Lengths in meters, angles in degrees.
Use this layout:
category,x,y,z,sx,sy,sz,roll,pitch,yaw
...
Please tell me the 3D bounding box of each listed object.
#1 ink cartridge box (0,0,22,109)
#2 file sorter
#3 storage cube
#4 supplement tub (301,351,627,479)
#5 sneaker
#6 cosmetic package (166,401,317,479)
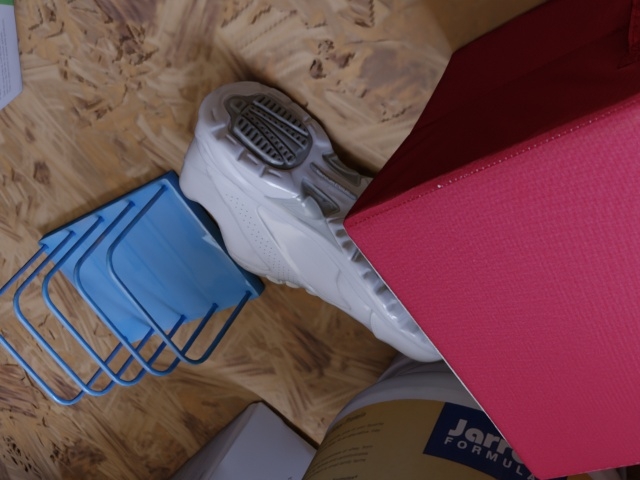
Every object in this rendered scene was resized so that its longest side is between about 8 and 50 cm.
category,x,y,z,sx,sy,sz,roll,pitch,yaw
ink cartridge box,-0.293,-0.116,0.674,0.092,0.219,0.160,20,133,12
file sorter,-0.156,0.046,0.817,0.170,0.104,0.118,-21,115,39
storage cube,0.164,-0.017,0.535,0.193,0.184,0.215,-22,114,40
supplement tub,0.075,0.231,0.694,0.228,0.316,0.228,15,133,17
sneaker,0.000,0.000,0.719,0.232,0.090,0.115,44,141,1
cosmetic package,-0.099,0.339,0.998,0.217,0.156,0.385,40,136,-7
